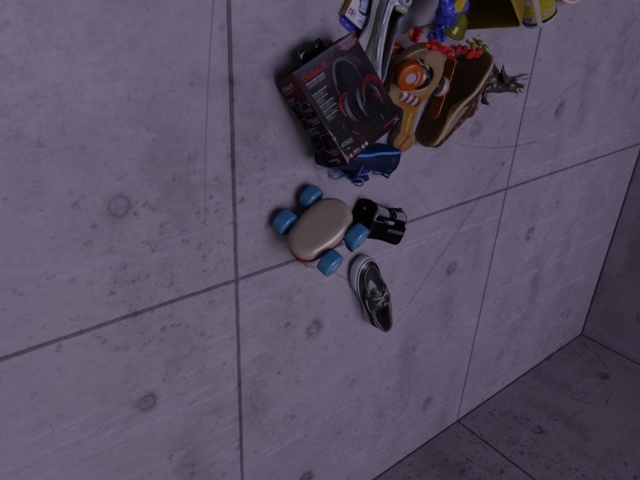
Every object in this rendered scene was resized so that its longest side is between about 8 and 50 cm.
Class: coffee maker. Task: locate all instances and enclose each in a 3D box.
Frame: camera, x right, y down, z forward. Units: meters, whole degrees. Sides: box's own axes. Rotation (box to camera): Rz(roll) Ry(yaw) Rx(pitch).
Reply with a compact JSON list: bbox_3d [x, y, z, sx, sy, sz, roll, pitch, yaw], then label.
[{"bbox_3d":[0.179,-0.043,1.772,0.178,0.120,0.171,13,126,-44],"label":"coffee maker"}]

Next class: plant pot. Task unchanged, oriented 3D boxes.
[{"bbox_3d":[0.498,-0.774,1.592,0.212,0.212,0.187,38,75,-47],"label":"plant pot"}]

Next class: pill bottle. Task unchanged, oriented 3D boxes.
[{"bbox_3d":[0.720,-0.834,1.813,0.119,0.119,0.208,-49,137,-10],"label":"pill bottle"}]

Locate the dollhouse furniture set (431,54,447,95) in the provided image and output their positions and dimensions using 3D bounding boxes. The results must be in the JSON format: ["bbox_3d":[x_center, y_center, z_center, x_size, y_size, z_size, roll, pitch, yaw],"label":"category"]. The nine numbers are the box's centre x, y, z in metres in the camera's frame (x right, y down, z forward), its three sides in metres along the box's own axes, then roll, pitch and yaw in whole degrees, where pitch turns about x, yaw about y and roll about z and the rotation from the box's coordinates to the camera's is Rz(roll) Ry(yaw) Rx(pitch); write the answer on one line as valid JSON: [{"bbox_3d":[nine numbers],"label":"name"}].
[{"bbox_3d":[0.353,-0.529,1.714,0.076,0.058,0.152,28,73,-40],"label":"dollhouse furniture set"}]

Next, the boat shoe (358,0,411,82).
[{"bbox_3d":[0.184,-0.583,1.448,0.321,0.103,0.118,-65,160,10],"label":"boat shoe"}]

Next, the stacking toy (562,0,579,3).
[{"bbox_3d":[1.051,-0.957,1.784,0.350,0.479,0.351,-21,125,-33],"label":"stacking toy"}]

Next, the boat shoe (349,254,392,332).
[{"bbox_3d":[0.199,0.190,1.897,0.121,0.119,0.335,-39,133,-20],"label":"boat shoe"}]

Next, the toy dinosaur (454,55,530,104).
[{"bbox_3d":[0.535,-0.561,1.813,0.313,0.121,0.161,27,95,-23],"label":"toy dinosaur"}]

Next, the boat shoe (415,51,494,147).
[{"bbox_3d":[0.449,-0.448,1.754,0.123,0.123,0.342,4,124,-50],"label":"boat shoe"}]

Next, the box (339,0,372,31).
[{"bbox_3d":[0.104,-0.625,1.430,0.081,0.028,0.136,20,96,-47],"label":"box"}]

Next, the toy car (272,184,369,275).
[{"bbox_3d":[0.000,0.000,1.594,0.210,0.219,0.238,-45,164,-16],"label":"toy car"}]

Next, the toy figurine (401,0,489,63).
[{"bbox_3d":[0.399,-0.645,1.487,0.362,0.191,0.217,-34,152,-49],"label":"toy figurine"}]

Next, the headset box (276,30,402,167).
[{"bbox_3d":[0.044,-0.371,1.391,0.218,0.110,0.293,-40,108,-21],"label":"headset box"}]

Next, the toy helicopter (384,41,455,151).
[{"bbox_3d":[0.285,-0.423,1.625,0.234,0.140,0.355,-13,138,-18],"label":"toy helicopter"}]

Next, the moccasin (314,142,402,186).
[{"bbox_3d":[0.122,-0.218,1.593,0.341,0.137,0.117,-5,120,-40],"label":"moccasin"}]
